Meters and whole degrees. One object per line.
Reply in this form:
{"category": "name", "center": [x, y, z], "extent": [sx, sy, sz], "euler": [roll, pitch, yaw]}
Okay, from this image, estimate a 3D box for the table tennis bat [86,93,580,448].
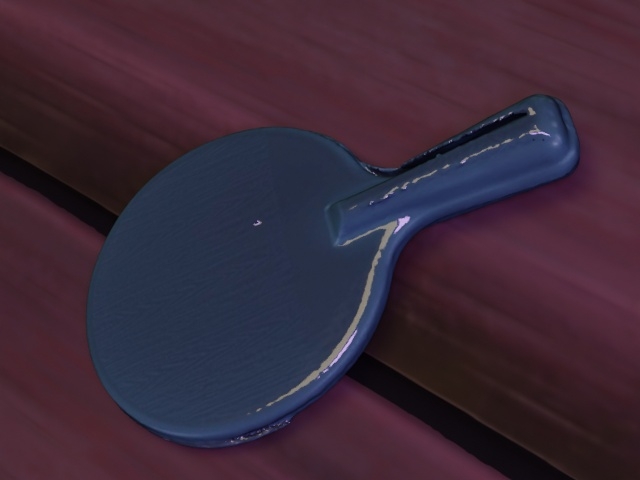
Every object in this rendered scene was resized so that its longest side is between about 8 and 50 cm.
{"category": "table tennis bat", "center": [0.000, 0.000, 0.572], "extent": [0.201, 0.033, 0.124], "euler": [-25, 57, 16]}
